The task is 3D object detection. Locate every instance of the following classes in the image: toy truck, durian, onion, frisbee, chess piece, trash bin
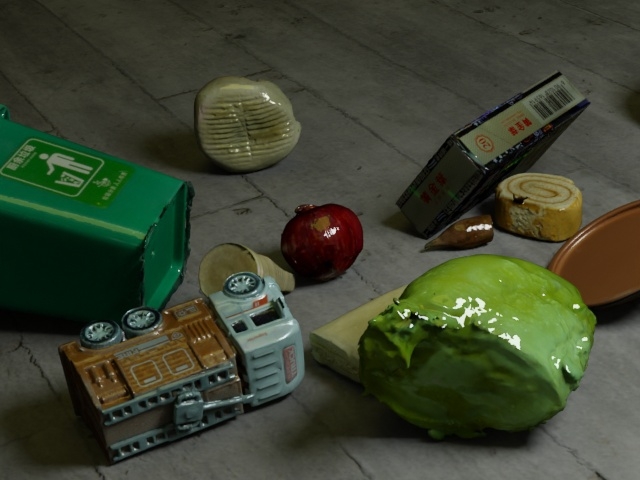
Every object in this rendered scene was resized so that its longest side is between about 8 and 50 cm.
[{"bbox_3d":[-0.168,0.166,1.661,0.305,0.136,0.162,-19,38,-18],"label":"toy truck"},{"bbox_3d":[0.207,0.130,1.612,0.256,0.204,0.340,28,31,14],"label":"durian"},{"bbox_3d":[0.000,0.000,1.944,0.131,0.131,0.131,-4,29,2],"label":"onion"},{"bbox_3d":[0.436,0.017,1.832,0.251,0.021,0.251,-30,22,14],"label":"frisbee"},{"bbox_3d":[-0.101,0.056,1.852,0.090,0.090,0.200,4,-5,17],"label":"chess piece"},{"bbox_3d":[-0.402,-0.002,1.898,0.381,0.295,0.259,15,37,10],"label":"trash bin"}]

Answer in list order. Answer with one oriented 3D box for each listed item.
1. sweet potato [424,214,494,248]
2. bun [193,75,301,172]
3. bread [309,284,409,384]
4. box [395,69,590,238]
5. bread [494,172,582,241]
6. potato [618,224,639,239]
[{"bbox_3d":[0.217,-0.006,2.000,0.117,0.049,0.049,-17,30,-6],"label":"sweet potato"},{"bbox_3d":[-0.132,-0.219,2.308,0.193,0.178,0.128,-7,27,3],"label":"bun"},{"bbox_3d":[0.090,0.131,1.749,0.178,0.060,0.139,-23,33,-29],"label":"bread"},{"bbox_3d":[0.281,-0.143,2.069,0.310,0.198,0.084,-32,77,-40],"label":"box"},{"bbox_3d":[0.350,-0.060,2.038,0.149,0.073,0.122,15,34,34],"label":"bread"},{"bbox_3d":[0.481,0.025,1.861,0.096,0.066,0.103,-22,27,23],"label":"potato"}]
